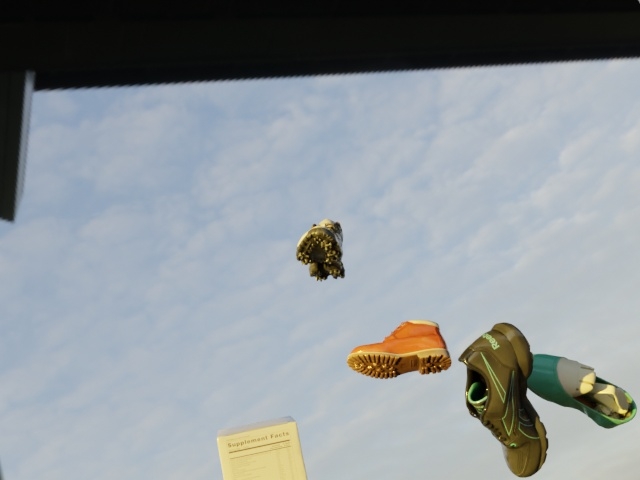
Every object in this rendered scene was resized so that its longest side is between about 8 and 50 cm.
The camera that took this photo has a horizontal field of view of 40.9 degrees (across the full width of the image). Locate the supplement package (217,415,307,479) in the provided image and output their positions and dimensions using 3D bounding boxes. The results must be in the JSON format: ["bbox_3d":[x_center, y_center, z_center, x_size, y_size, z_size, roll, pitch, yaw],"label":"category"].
[{"bbox_3d":[-0.086,0.429,1.432,0.139,0.244,0.134,-10,-7,-7],"label":"supplement package"}]

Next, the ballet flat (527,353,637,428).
[{"bbox_3d":[0.440,0.243,1.433,0.247,0.083,0.087,29,-37,-27],"label":"ballet flat"}]

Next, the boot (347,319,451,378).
[{"bbox_3d":[0.117,0.164,1.323,0.157,0.085,0.059,-3,-42,-3],"label":"boot"}]

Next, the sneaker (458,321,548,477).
[{"bbox_3d":[0.274,0.258,1.325,0.106,0.101,0.268,-23,-70,-23],"label":"sneaker"}]

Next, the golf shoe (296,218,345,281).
[{"bbox_3d":[0.000,0.000,1.435,0.077,0.094,0.198,-1,-19,3],"label":"golf shoe"}]
